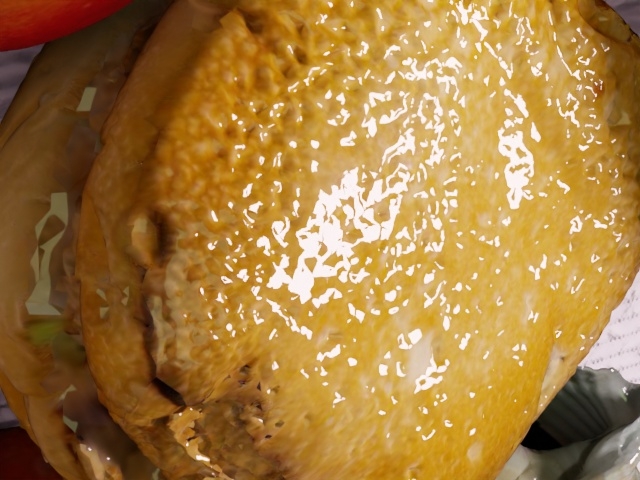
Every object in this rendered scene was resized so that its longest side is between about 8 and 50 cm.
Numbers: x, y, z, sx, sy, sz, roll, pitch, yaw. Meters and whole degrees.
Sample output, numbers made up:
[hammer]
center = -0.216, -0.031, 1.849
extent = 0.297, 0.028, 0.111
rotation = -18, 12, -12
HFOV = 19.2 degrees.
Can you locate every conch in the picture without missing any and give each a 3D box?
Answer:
[conch]
center = 0.115, 0.143, 1.010
extent = 0.135, 0.102, 0.153
rotation = 18, 75, -22

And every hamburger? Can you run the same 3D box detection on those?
[hamburger]
center = 0.000, 0.000, 0.803
extent = 0.314, 0.170, 0.290
rotation = -52, 125, -20

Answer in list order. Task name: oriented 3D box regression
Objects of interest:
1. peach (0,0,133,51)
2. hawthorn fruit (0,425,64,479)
[peach]
center = -0.124, -0.156, 0.677
extent = 0.197, 0.197, 0.197
rotation = -12, 122, -21
[hawthorn fruit]
center = -0.122, 0.169, 0.866
extent = 0.173, 0.173, 0.173
rotation = -12, 122, -21
